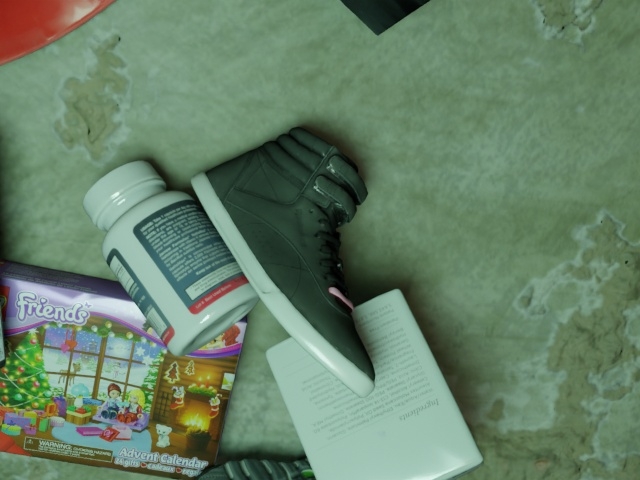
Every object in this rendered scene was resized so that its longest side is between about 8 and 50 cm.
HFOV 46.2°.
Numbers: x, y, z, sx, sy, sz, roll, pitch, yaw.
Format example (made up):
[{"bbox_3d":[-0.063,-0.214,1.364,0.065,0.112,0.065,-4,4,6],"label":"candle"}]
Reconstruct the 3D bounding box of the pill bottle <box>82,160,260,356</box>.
[{"bbox_3d":[-0.151,0.014,0.745,0.108,0.108,0.180,-38,81,6],"label":"pill bottle"}]

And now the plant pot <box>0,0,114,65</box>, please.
[{"bbox_3d":[-0.290,-0.303,0.597,0.275,0.275,0.243,-32,95,4],"label":"plant pot"}]

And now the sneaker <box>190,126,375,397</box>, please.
[{"bbox_3d":[0.000,0.000,0.712,0.147,0.295,0.104,-36,148,-1],"label":"sneaker"}]

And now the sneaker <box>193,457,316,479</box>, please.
[{"bbox_3d":[-0.043,0.318,0.854,0.229,0.086,0.132,0,115,-25],"label":"sneaker"}]

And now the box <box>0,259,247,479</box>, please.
[{"bbox_3d":[-0.243,0.145,0.819,0.293,0.057,0.200,11,103,-8],"label":"box"}]

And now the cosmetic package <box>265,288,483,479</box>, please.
[{"bbox_3d":[0.058,0.175,0.770,0.151,0.151,0.183,-25,68,2],"label":"cosmetic package"}]

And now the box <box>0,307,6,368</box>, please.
[{"bbox_3d":[-0.400,0.010,0.724,0.183,0.056,0.231,6,105,25],"label":"box"}]

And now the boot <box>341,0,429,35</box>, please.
[{"bbox_3d":[-0.037,-0.437,0.614,0.445,0.146,0.367,30,67,-23],"label":"boot"}]
